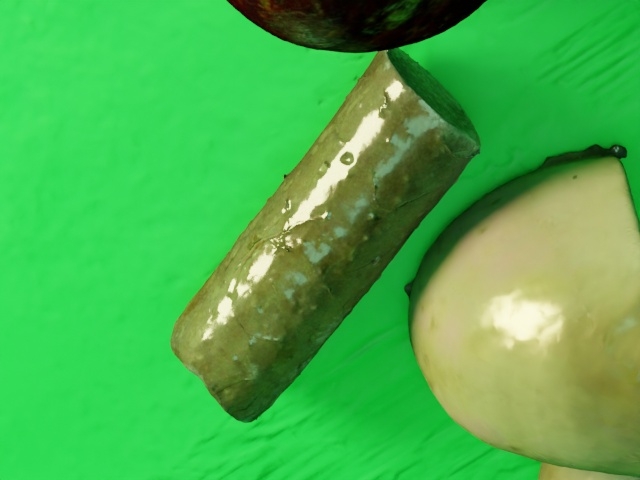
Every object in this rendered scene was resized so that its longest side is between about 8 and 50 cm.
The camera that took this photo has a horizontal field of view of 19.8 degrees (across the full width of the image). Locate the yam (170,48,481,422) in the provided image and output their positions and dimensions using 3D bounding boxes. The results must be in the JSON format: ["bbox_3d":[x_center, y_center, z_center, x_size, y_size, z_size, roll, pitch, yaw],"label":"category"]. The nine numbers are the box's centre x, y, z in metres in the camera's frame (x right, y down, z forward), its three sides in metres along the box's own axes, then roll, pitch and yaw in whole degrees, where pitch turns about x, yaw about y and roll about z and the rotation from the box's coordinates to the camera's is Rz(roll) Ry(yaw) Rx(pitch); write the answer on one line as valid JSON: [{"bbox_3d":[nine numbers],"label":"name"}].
[{"bbox_3d":[0.000,0.000,1.191,0.093,0.093,0.259,35,108,-11],"label":"yam"}]

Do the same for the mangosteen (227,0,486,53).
[{"bbox_3d":[-0.004,-0.239,1.060,0.289,0.231,0.231,35,113,30],"label":"mangosteen"}]

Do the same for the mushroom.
[{"bbox_3d":[0.137,0.086,1.176,0.162,0.173,0.236,-9,110,7],"label":"mushroom"}]
